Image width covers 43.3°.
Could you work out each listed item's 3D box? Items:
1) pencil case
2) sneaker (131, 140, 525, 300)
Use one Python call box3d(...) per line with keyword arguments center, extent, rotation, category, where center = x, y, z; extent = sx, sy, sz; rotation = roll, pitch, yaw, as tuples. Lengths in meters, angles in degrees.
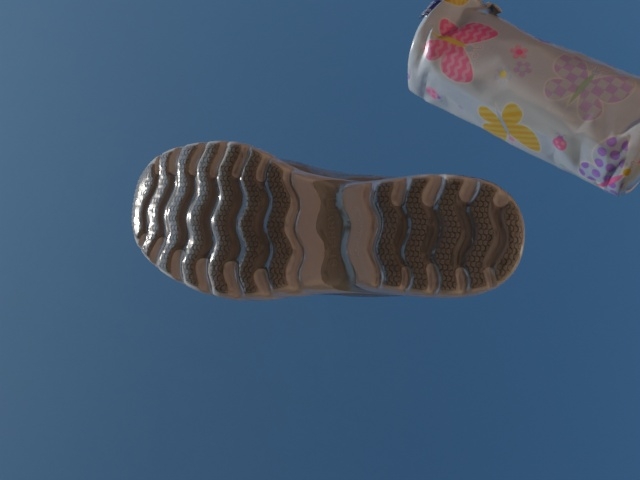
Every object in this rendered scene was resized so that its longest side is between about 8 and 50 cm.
box3d(center=(0.222, -0.152, 0.819), extent=(0.273, 0.113, 0.124), rotation=(34, -112, 22), category="pencil case")
box3d(center=(0.000, 0.000, 0.566), extent=(0.115, 0.282, 0.105), rotation=(24, -103, -71), category="sneaker")
